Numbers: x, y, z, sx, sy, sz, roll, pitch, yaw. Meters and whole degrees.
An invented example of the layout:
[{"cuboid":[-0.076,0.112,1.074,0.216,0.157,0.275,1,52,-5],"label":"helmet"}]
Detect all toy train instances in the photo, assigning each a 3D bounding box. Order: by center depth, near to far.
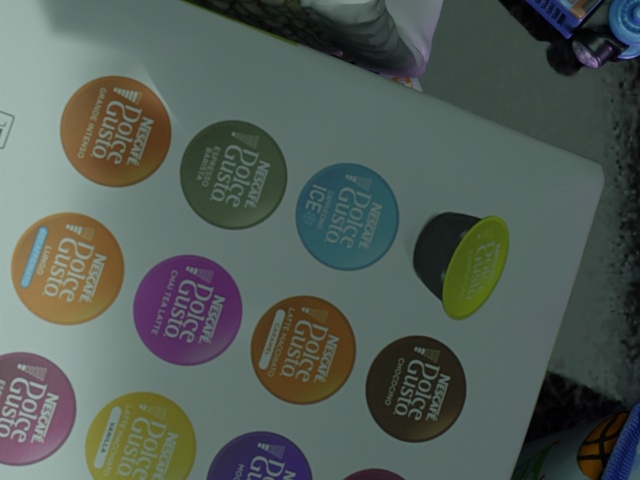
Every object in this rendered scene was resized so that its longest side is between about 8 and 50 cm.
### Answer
[{"cuboid":[0.222,-0.205,1.162,0.105,0.080,0.184,43,88,1],"label":"toy train"}]

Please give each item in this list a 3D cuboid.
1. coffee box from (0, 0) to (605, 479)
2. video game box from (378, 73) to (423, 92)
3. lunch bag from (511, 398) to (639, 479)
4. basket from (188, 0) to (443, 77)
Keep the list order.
[{"cuboid":[-0.098,0.067,0.933,0.334,0.338,0.337,20,84,-14],"label":"coffee box"},{"cuboid":[0.000,0.000,1.163,0.205,0.048,0.187,-22,91,-4],"label":"video game box"},{"cuboid":[0.110,0.312,0.969,0.239,0.328,0.385,28,67,-15],"label":"lunch bag"},{"cuboid":[-0.035,-0.289,1.001,0.266,0.331,0.328,14,92,10],"label":"basket"}]
